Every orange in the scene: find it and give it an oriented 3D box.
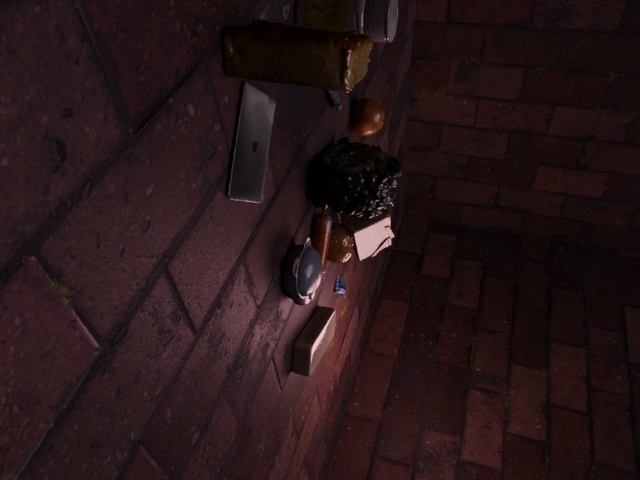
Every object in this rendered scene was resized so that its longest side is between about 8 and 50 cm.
[{"bbox_3d":[0.201,-0.517,2.122,0.159,0.136,0.159,7,90,-73],"label":"orange"}]

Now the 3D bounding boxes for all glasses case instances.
[{"bbox_3d":[-0.021,0.396,2.028,0.336,0.076,0.144,-45,142,-65],"label":"glasses case"}]

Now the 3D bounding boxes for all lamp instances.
[{"bbox_3d":[-0.050,0.120,1.689,0.246,0.107,0.180,86,25,-43],"label":"lamp"}]

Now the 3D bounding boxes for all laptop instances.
[{"bbox_3d":[-0.164,-0.227,1.217,0.187,0.015,0.269,-6,105,-74],"label":"laptop"}]

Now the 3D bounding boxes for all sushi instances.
[{"bbox_3d":[0.136,-0.222,1.791,0.352,0.293,0.178,-58,158,-57],"label":"sushi"}]

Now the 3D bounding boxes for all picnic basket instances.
[{"bbox_3d":[0.181,-0.090,2.083,0.228,0.175,0.313,63,-3,27],"label":"picnic basket"}]

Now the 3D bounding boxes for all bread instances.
[{"bbox_3d":[-0.043,-0.393,1.058,0.185,0.274,0.114,-56,156,-56],"label":"bread"}]

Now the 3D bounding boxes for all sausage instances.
[{"bbox_3d":[0.000,0.000,1.857,0.071,0.071,0.235,-14,114,-73],"label":"sausage"}]

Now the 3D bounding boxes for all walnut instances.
[{"bbox_3d":[0.060,0.011,1.968,0.144,0.144,0.180,-64,150,-44],"label":"walnut"}]

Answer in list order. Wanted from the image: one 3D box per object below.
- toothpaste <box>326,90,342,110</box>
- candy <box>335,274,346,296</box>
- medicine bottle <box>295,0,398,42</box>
[{"bbox_3d":[0.040,-0.514,1.735,0.216,0.037,0.062,51,51,-65],"label":"toothpaste"},{"bbox_3d":[0.098,0.220,2.423,0.136,0.038,0.088,31,66,-64],"label":"candy"},{"bbox_3d":[0.071,-0.604,1.363,0.143,0.257,0.144,10,90,-74],"label":"medicine bottle"}]
